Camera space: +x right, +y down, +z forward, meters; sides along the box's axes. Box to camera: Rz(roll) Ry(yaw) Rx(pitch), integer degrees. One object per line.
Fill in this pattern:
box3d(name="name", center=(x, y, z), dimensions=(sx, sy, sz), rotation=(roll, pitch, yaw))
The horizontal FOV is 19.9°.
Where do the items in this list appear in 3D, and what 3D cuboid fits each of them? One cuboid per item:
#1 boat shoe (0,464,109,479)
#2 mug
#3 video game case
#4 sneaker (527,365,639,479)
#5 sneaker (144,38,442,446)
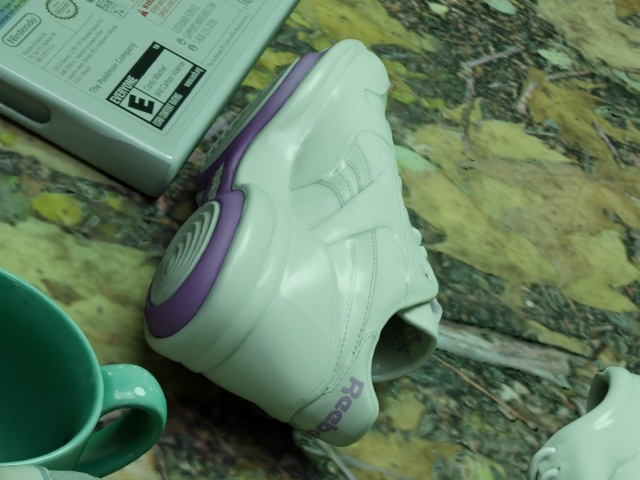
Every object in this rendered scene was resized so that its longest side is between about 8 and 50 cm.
box3d(name="boat shoe", center=(-0.062, 0.165, 0.644), dimensions=(0.081, 0.079, 0.227), rotation=(2, 38, -29))
box3d(name="mug", center=(-0.158, 0.086, 0.775), dimensions=(0.158, 0.097, 0.129), rotation=(28, 33, -4))
box3d(name="video game case", center=(-0.176, -0.183, 1.179), dimensions=(0.300, 0.036, 0.329), rotation=(29, 34, -1))
box3d(name="sneaker", center=(0.147, 0.149, 0.946), dimensions=(0.091, 0.094, 0.258), rotation=(17, 26, 15))
box3d(name="sneaker", center=(0.000, 0.000, 1.025), dimensions=(0.152, 0.114, 0.305), rotation=(38, 36, -13))
